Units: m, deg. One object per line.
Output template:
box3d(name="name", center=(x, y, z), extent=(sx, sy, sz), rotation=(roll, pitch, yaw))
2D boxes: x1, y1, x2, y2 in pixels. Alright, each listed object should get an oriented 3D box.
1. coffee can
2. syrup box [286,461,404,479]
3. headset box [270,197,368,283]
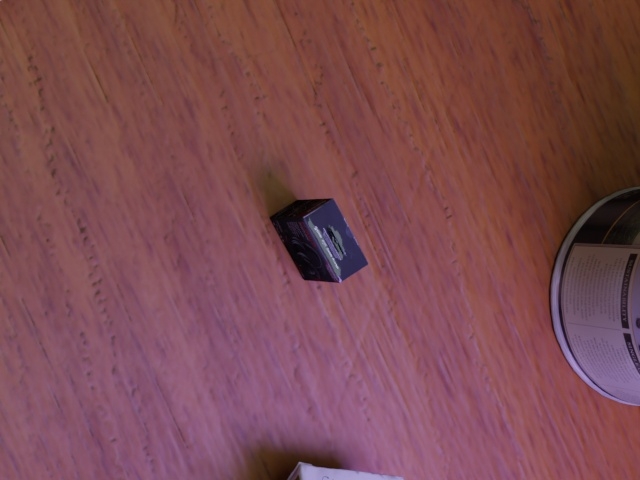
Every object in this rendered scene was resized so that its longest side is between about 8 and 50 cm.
box3d(name="coffee can", center=(0.343, 0.053, 1.274), extent=(0.201, 0.275, 0.202), rotation=(0, 91, -22))
box3d(name="syrup box", center=(0.024, 0.293, 1.180), extent=(0.093, 0.237, 0.096), rotation=(11, 130, -21))
box3d(name="headset box", center=(0.000, 0.000, 1.240), extent=(0.032, 0.083, 0.062), rotation=(-33, 103, -18))
